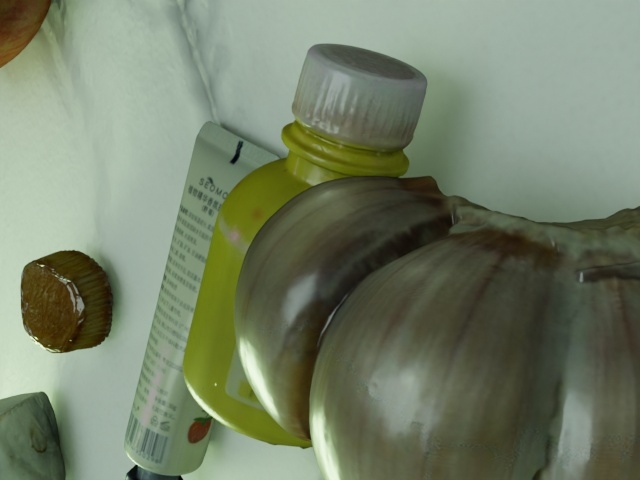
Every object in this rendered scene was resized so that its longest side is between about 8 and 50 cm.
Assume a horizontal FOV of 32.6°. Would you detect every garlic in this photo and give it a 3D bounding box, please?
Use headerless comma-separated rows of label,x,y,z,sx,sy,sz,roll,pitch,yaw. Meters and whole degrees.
garlic,0.061,0.066,0.493,0.160,0.214,0.191,-92,14,-79

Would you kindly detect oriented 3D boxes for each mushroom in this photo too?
mushroom,-0.249,0.246,0.953,0.092,0.081,0.223,-24,80,66

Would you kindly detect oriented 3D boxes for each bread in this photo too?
bread,-0.204,0.050,0.897,0.085,0.053,0.085,8,104,34

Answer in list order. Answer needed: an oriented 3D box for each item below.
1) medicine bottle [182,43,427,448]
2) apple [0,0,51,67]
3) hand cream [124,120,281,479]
medicine bottle,0.000,0.000,0.622,0.122,0.122,0.212,35,119,39
apple,-0.317,-0.223,0.903,0.209,0.164,0.209,22,122,40
hand cream,-0.088,0.058,0.779,0.095,0.059,0.276,31,112,42
